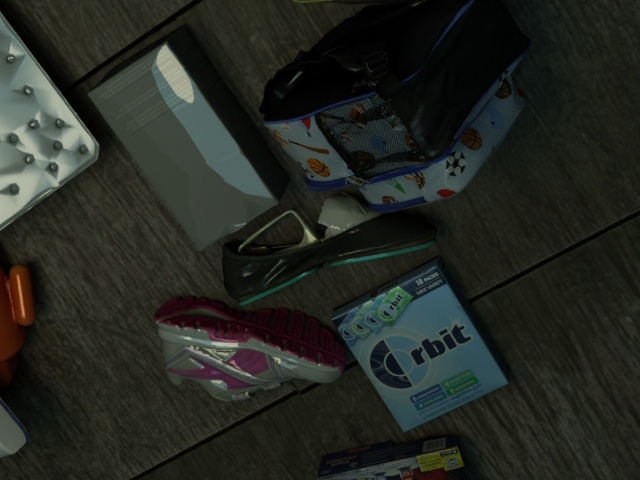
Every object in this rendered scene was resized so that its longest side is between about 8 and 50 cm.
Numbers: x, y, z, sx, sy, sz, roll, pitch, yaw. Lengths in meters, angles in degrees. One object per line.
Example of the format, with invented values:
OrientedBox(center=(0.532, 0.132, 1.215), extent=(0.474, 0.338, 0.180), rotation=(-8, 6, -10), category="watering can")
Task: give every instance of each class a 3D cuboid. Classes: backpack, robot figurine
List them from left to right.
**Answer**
OrientedBox(center=(-0.458, 0.086, 1.607), extent=(0.158, 0.128, 0.219), rotation=(0, 114, 38), category="robot figurine")
OrientedBox(center=(0.078, -0.159, 1.365), extent=(0.263, 0.276, 0.213), rotation=(-4, 122, 44), category="backpack")

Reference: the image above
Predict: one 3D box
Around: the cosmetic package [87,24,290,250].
OrientedBox(center=(-0.154, -0.122, 1.497), extent=(0.127, 0.107, 0.238), rotation=(-28, 107, 17), category="cosmetic package")

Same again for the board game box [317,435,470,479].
OrientedBox(center=(0.118, 0.364, 1.663), extent=(0.194, 0.060, 0.194), rotation=(-14, 109, 13), category="board game box")

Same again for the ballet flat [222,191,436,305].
OrientedBox(center=(0.000, 0.000, 1.528), extent=(0.280, 0.095, 0.096), rotation=(-18, 95, 14), category="ballet flat")

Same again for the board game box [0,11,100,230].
OrientedBox(center=(-0.530, -0.148, 1.487), extent=(0.390, 0.050, 0.390), rotation=(-36, 97, -2), category="board game box")

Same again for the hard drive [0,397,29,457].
OrientedBox(center=(-0.526, 0.211, 1.626), extent=(0.319, 0.040, 0.210), rotation=(-22, 109, 48), category="hard drive")

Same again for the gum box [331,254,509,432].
OrientedBox(center=(0.128, 0.134, 1.584), extent=(0.157, 0.041, 0.184), rotation=(-28, 104, 17), category="gum box")

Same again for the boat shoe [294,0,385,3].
OrientedBox(center=(0.002, -0.318, 1.403), extent=(0.305, 0.091, 0.109), rotation=(4, 111, 7), category="boat shoe")

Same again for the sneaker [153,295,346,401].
OrientedBox(center=(-0.091, 0.151, 1.599), extent=(0.252, 0.103, 0.111), rotation=(11, 116, 11), category="sneaker")
